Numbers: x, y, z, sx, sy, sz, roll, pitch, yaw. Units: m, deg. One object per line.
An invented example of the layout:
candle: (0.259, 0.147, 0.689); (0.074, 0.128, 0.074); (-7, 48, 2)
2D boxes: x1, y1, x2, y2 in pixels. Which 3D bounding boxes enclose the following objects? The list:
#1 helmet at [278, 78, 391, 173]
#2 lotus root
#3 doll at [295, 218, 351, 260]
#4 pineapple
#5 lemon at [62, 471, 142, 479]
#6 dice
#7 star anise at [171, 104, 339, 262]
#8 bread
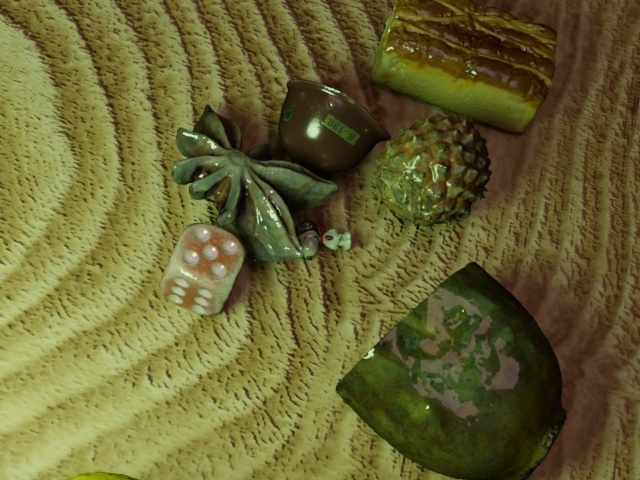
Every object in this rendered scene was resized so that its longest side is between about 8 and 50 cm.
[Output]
helmet: (0.009, -0.149, 1.686); (0.175, 0.155, 0.106); (29, 81, -31)
lotus root: (0.207, 0.194, 1.533); (0.267, 0.149, 0.260); (-37, 76, -28)
doll: (0.001, -0.006, 1.645); (0.085, 0.040, 0.058); (-16, 79, -21)
pineapple: (0.180, -0.108, 1.695); (0.193, 0.166, 0.166); (-35, 76, -30)
lemon: (-0.221, 0.378, 1.229); (0.267, 0.267, 0.267); (8, 59, -13)
dice: (-0.154, 0.039, 1.535); (0.094, 0.093, 0.091); (25, 57, -2)
star anise: (-0.105, -0.075, 1.599); (0.257, 0.110, 0.198); (35, 40, 6)
bread: (0.234, -0.299, 1.850); (0.275, 0.114, 0.184); (20, 57, -8)
